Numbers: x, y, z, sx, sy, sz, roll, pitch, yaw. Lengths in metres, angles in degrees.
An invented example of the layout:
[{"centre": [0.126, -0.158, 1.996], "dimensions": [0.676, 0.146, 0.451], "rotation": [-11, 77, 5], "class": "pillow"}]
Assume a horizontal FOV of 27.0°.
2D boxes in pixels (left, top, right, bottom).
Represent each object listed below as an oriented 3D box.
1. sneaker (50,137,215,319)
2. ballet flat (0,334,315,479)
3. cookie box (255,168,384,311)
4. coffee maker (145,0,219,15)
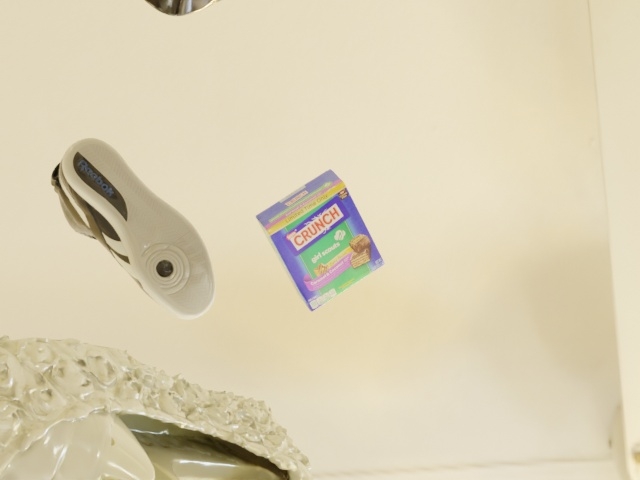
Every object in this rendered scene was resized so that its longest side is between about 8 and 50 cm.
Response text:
[{"centre": [-0.196, -0.005, 1.400], "dimensions": [0.217, 0.079, 0.121], "rotation": [53, -24, -3], "class": "sneaker"}, {"centre": [-0.133, 0.161, 0.966], "dimensions": [0.147, 0.147, 0.409], "rotation": [-36, -29, 25], "class": "ballet flat"}, {"centre": [0.000, 0.000, 1.314], "dimensions": [0.092, 0.040, 0.107], "rotation": [-33, -60, -8], "class": "cookie box"}, {"centre": [-0.115, -0.279, 1.063], "dimensions": [0.171, 0.120, 0.178], "rotation": [-8, -32, -24], "class": "coffee maker"}]
